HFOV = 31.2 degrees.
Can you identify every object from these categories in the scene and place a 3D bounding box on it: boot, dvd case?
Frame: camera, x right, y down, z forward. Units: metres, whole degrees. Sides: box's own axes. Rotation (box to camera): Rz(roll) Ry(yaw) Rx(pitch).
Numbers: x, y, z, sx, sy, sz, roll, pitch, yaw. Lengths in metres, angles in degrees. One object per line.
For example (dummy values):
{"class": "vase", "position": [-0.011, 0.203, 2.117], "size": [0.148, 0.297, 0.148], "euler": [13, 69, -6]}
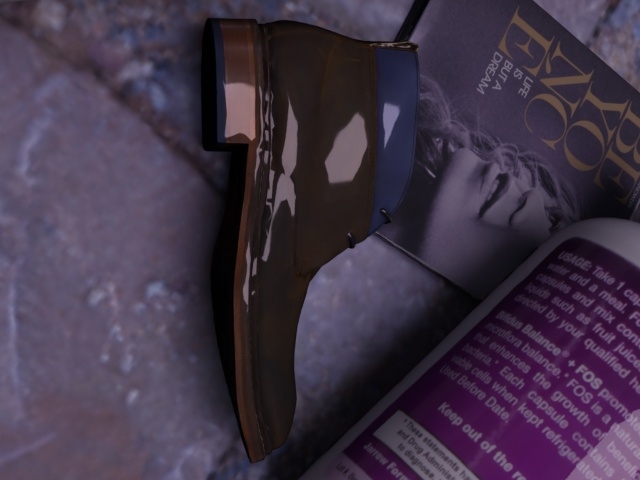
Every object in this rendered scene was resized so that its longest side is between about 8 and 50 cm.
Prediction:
{"class": "boot", "position": [0.000, 0.000, 0.567], "size": [0.106, 0.082, 0.219], "euler": [-4, 99, -13]}
{"class": "dvd case", "position": [0.118, -0.044, 0.675], "size": [0.221, 0.018, 0.164], "euler": [32, 82, -30]}

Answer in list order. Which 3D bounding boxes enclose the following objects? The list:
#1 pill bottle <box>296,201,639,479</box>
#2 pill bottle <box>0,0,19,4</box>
{"class": "pill bottle", "position": [0.141, 0.096, 0.608], "size": [0.301, 0.169, 0.169], "euler": [-42, 116, -10]}
{"class": "pill bottle", "position": [-0.002, -0.218, 0.468], "size": [0.363, 0.210, 0.210], "euler": [-20, 107, -25]}
